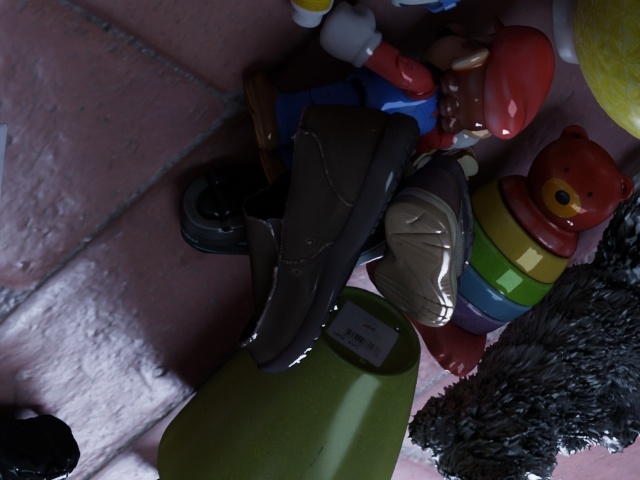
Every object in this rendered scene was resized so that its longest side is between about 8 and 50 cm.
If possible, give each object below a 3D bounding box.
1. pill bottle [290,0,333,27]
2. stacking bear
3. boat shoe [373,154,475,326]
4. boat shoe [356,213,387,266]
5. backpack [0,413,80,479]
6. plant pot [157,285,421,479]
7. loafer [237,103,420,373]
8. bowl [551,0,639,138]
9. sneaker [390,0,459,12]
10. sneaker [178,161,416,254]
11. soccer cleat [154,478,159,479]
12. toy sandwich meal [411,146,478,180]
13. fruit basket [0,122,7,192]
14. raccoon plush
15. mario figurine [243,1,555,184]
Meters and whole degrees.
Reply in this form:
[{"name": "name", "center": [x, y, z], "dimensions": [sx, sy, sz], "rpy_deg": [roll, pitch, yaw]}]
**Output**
[{"name": "pill bottle", "center": [-0.005, -0.246, 1.831], "dimensions": [0.043, 0.043, 0.083], "rpy_deg": [-9, 141, -25]}, {"name": "stacking bear", "center": [0.224, -0.006, 2.191], "dimensions": [0.289, 0.175, 0.164], "rpy_deg": [-42, 173, 23]}, {"name": "boat shoe", "center": [0.120, 0.003, 2.034], "dimensions": [0.092, 0.103, 0.285], "rpy_deg": [-55, 163, -21]}, {"name": "boat shoe", "center": [0.000, 0.000, 2.146], "dimensions": [0.183, 0.065, 0.083], "rpy_deg": [-29, 123, 18]}, {"name": "backpack", "center": [-0.379, 0.287, 2.208], "dimensions": [0.152, 0.115, 0.182], "rpy_deg": [10, 133, -45]}, {"name": "plant pot", "center": [-0.007, 0.200, 2.196], "dimensions": [0.275, 0.275, 0.293], "rpy_deg": [1, 137, -34]}, {"name": "loafer", "center": [-0.017, -0.013, 1.927], "dimensions": [0.130, 0.134, 0.366], "rpy_deg": [27, 130, 1]}, {"name": "bowl", "center": [0.330, -0.235, 1.944], "dimensions": [0.156, 0.289, 0.289], "rpy_deg": [8, 158, 29]}, {"name": "sneaker", "center": [0.130, -0.262, 1.898], "dimensions": [0.144, 0.053, 0.059], "rpy_deg": [-4, 144, -21]}, {"name": "sneaker", "center": [-0.027, -0.045, 2.052], "dimensions": [0.267, 0.101, 0.106], "rpy_deg": [-9, 156, -14]}, {"name": "soccer cleat", "center": [-0.147, 0.306, 2.442], "dimensions": [0.179, 0.060, 0.072], "rpy_deg": [-5, 130, -39]}, {"name": "toy sandwich meal", "center": [0.139, -0.079, 2.155], "dimensions": [0.085, 0.029, 0.085], "rpy_deg": [-18, 144, -13]}, {"name": "fruit basket", "center": [-0.474, 0.038, 1.828], "dimensions": [0.353, 0.165, 0.327], "rpy_deg": [-26, 149, -30]}, {"name": "raccoon plush", "center": [0.262, 0.112, 2.305], "dimensions": [0.299, 0.216, 0.446], "rpy_deg": [-18, 121, -49]}, {"name": "mario figurine", "center": [0.083, -0.165, 1.965], "dimensions": [0.320, 0.170, 0.198], "rpy_deg": [-13, 180, -3]}]
